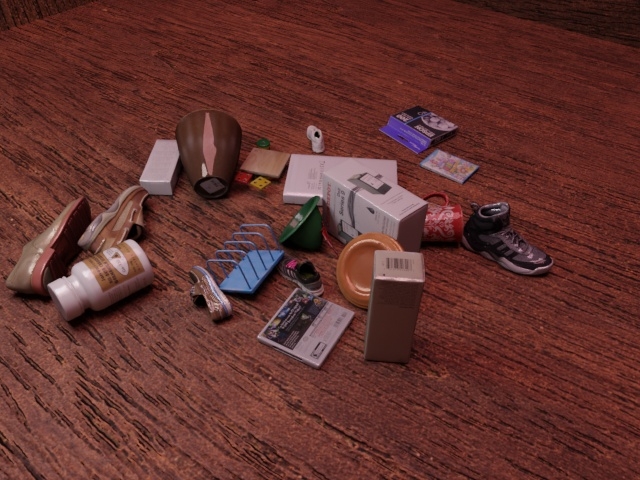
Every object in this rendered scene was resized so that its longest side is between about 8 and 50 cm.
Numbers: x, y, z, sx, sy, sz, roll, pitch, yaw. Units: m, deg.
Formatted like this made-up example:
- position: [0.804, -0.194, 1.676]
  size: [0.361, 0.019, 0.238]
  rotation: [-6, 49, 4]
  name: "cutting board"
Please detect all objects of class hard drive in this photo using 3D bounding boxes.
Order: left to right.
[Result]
- position: [0.069, -0.192, 1.881]
  size: [0.353, 0.047, 0.233]
  rotation: [4, 41, 3]
  name: "hard drive"

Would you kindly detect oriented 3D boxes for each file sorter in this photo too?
- position: [-0.198, 0.045, 1.534]
  size: [0.118, 0.104, 0.170]
  rotation: [1, 36, 33]
  name: "file sorter"

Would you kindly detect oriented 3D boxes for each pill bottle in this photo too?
- position: [-0.549, 0.101, 1.463]
  size: [0.229, 0.131, 0.131]
  rotation: [-30, 51, -31]
  name: "pill bottle"

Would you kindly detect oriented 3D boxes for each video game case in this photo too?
- position: [-0.033, 0.212, 1.439]
  size: [0.173, 0.022, 0.190]
  rotation: [21, 46, 20]
  name: "video game case"
- position: [0.440, -0.253, 1.987]
  size: [0.166, 0.015, 0.119]
  rotation: [28, 48, 27]
  name: "video game case"

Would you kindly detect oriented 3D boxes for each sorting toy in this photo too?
- position: [-0.183, -0.239, 1.923]
  size: [0.132, 0.046, 0.274]
  rotation: [11, 42, 10]
  name: "sorting toy"

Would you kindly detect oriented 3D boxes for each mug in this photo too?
- position: [0.316, -0.057, 1.697]
  size: [0.169, 0.113, 0.150]
  rotation: [-3, 38, 1]
  name: "mug"

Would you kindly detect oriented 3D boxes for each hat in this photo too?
- position: [0.000, 0.000, 1.663]
  size: [0.183, 0.173, 0.208]
  rotation: [40, 38, -11]
  name: "hat"

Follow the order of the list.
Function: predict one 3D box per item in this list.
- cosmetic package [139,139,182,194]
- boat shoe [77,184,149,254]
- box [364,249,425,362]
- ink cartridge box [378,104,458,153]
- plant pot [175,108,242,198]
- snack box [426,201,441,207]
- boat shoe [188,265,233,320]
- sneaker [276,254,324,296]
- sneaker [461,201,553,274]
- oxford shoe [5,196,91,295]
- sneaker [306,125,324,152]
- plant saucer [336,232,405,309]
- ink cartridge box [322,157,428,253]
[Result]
- position: [-0.509, -0.241, 1.904]
  size: [0.098, 0.060, 0.239]
  rotation: [1, 42, 2]
  name: "cosmetic package"
- position: [-0.561, -0.047, 1.661]
  size: [0.116, 0.123, 0.324]
  rotation: [37, 33, -11]
  name: "boat shoe"
- position: [0.163, 0.154, 1.319]
  size: [0.113, 0.275, 0.094]
  rotation: [5, 41, 2]
  name: "box"
- position: [0.358, -0.413, 2.143]
  size: [0.208, 0.045, 0.206]
  rotation: [-29, 50, -28]
  name: "ink cartridge box"
- position: [-0.348, -0.255, 1.839]
  size: [0.215, 0.215, 0.230]
  rotation: [-5, 55, -8]
  name: "plant pot"
- position: [0.330, -0.091, 1.793]
  size: [0.178, 0.022, 0.064]
  rotation: [19, 45, 18]
  name: "snack box"
- position: [-0.296, 0.133, 1.485]
  size: [0.066, 0.066, 0.183]
  rotation: [-27, 49, -27]
  name: "boat shoe"
- position: [-0.055, 0.077, 1.550]
  size: [0.063, 0.075, 0.170]
  rotation: [-30, 50, -31]
  name: "sneaker"
- position: [0.521, -0.012, 1.613]
  size: [0.268, 0.153, 0.101]
  rotation: [25, 47, 24]
  name: "sneaker"
- position: [-0.732, 0.001, 1.581]
  size: [0.130, 0.123, 0.348]
  rotation: [1, 40, 7]
  name: "oxford shoe"
- position: [-0.014, -0.375, 2.075]
  size: [0.053, 0.061, 0.152]
  rotation: [-9, 41, -10]
  name: "sneaker"
- position: [0.126, 0.076, 1.488]
  size: [0.200, 0.200, 0.037]
  rotation: [32, 7, 30]
  name: "plant saucer"
- position: [0.140, -0.067, 1.620]
  size: [0.121, 0.211, 0.289]
  rotation: [-31, 50, -31]
  name: "ink cartridge box"
